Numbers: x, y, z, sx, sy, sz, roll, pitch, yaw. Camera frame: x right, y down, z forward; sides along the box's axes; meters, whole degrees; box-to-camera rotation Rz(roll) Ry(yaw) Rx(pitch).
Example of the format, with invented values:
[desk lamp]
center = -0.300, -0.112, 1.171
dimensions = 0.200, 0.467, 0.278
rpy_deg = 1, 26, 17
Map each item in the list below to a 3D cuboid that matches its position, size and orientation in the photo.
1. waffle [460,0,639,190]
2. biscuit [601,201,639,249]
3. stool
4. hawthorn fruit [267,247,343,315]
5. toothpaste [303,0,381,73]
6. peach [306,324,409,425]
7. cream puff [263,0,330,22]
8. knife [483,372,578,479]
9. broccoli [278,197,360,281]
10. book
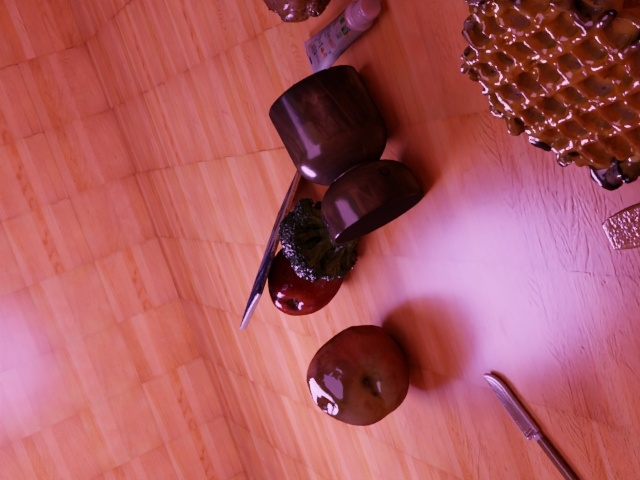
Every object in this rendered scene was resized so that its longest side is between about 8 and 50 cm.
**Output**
[waffle]
center = 0.296, -0.178, 1.019
dimensions = 0.329, 0.062, 0.329
rpy_deg = 33, 162, 12
[biscuit]
center = 0.409, -0.033, 1.037
dimensions = 0.052, 0.056, 0.188
rpy_deg = 63, 156, 1
[stool]
center = 0.043, -0.151, 1.567
dimensions = 0.264, 0.179, 0.179
rpy_deg = 63, 157, 11
[hawthorn fruit]
center = -0.039, 0.083, 1.969
dimensions = 0.173, 0.172, 0.173
rpy_deg = 47, 150, 38
[toothpaste]
center = 0.029, -0.358, 1.573
dimensions = 0.056, 0.058, 0.314
rpy_deg = 25, 167, -15
[peach]
center = 0.072, 0.285, 1.878
dimensions = 0.214, 0.214, 0.235
rpy_deg = 68, 164, -2
[cream puff]
center = -0.035, -0.451, 1.541
dimensions = 0.165, 0.115, 0.150
rpy_deg = 65, 152, 29
[knife]
center = 0.357, 0.327, 1.524
dimensions = 0.256, 0.022, 0.046
rpy_deg = 54, 158, 28
[broccoli]
center = 0.000, 0.000, 1.830
dimensions = 0.156, 0.195, 0.196
rpy_deg = -4, 112, 26
[book]
center = -0.110, 0.019, 1.979
dimensions = 0.018, 0.323, 0.228
rpy_deg = 20, 151, -5
